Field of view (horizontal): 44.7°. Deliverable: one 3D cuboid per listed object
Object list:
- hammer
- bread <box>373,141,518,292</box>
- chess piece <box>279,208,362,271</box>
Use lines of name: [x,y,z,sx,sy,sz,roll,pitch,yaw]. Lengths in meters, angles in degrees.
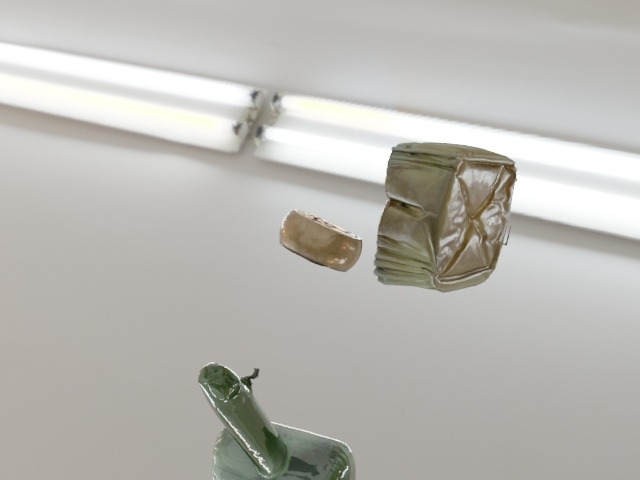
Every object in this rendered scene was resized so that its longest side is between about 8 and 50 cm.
hammer: [-0.078,0.246,0.994,0.206,0.335,0.119,8,-127,25]
bread: [0.159,-0.033,1.023,0.109,0.210,0.192,16,-74,37]
chess piece: [0.000,0.000,0.763,0.083,0.083,0.038,25,-82,25]
